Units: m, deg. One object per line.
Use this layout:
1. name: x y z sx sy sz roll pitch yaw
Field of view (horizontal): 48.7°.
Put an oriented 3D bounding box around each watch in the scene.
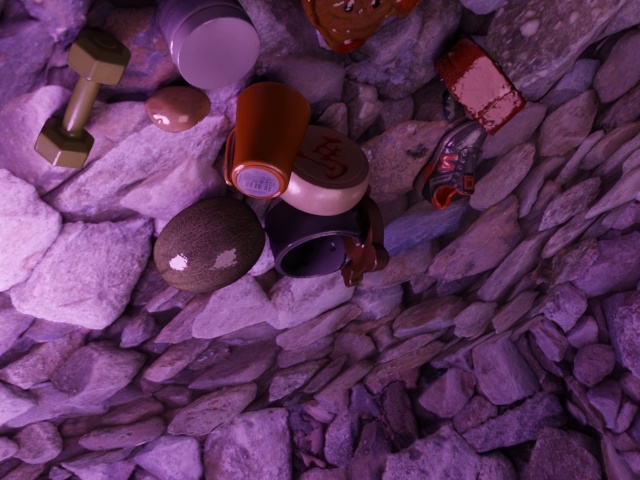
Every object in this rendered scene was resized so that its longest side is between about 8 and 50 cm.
1. watch: 0.000 0.000 2.126 0.327 0.314 0.335 -3 151 -18

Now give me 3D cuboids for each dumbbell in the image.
1. dumbbell: -0.489 -0.284 1.446 0.108 0.121 0.302 23 123 -19

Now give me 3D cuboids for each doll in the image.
1. doll: 0.383 -0.397 2.090 0.037 0.027 0.125 -35 148 -8

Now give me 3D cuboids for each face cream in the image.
1. face cream: -0.229 -0.422 1.432 0.177 0.152 0.177 -20 147 -14

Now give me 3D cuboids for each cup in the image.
1. cup: -0.142 -0.228 1.673 0.226 0.263 0.182 -21 135 33

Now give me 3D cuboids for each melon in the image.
1. melon: -0.299 0.016 1.892 0.302 0.237 0.237 -29 148 1

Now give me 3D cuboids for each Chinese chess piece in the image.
1. Chinese chess piece: -0.004 -0.185 1.833 0.273 0.273 0.102 -11 143 -29

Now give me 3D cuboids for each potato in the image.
1. potato: -0.316 -0.295 1.580 0.147 0.112 0.112 -19 147 -30

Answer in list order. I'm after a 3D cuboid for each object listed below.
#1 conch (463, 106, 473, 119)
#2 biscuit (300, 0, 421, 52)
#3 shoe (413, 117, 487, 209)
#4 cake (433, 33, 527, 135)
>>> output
1. conch: 0.471 -0.416 2.078 0.105 0.094 0.176 -6 157 32
2. biscuit: 0.100 -0.586 1.569 0.359 0.074 0.381 -13 141 -23
3. shoe: 0.439 -0.225 2.237 0.132 0.171 0.336 1 136 -40
4. cake: 0.431 -0.425 1.926 0.283 0.177 0.151 37 107 -28
